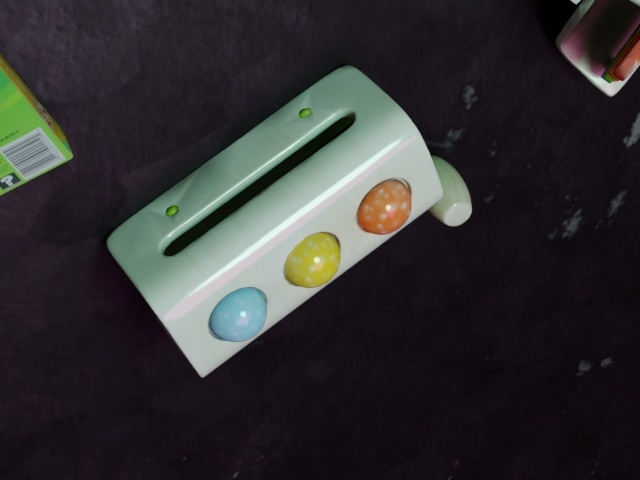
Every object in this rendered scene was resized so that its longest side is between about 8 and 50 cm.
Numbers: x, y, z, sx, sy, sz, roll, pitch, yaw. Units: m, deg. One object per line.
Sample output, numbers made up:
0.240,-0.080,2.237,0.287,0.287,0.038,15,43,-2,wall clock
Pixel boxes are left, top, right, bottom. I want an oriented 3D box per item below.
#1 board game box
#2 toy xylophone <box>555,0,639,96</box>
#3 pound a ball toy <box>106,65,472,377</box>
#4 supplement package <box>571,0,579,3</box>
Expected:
-0.281,-0.102,1.044,0.124,0.039,0.259,-27,152,2,board game box
0.307,-0.243,1.324,0.236,0.081,0.323,-53,177,4,toy xylophone
0.000,0.000,1.342,0.319,0.136,0.208,-36,140,-8,pound a ball toy
0.148,-0.340,1.152,0.262,0.145,0.204,19,112,-48,supplement package
